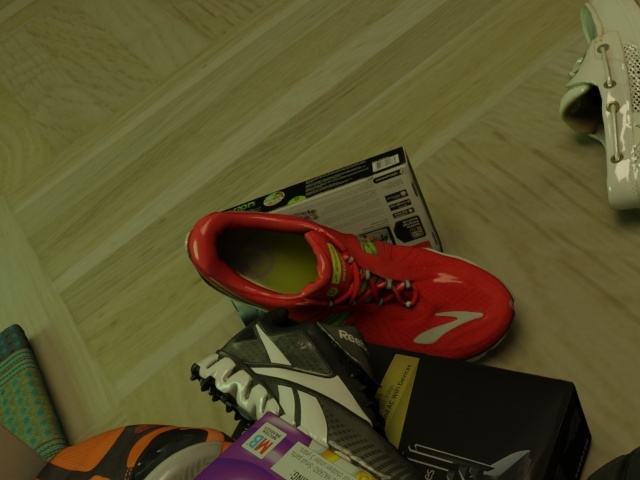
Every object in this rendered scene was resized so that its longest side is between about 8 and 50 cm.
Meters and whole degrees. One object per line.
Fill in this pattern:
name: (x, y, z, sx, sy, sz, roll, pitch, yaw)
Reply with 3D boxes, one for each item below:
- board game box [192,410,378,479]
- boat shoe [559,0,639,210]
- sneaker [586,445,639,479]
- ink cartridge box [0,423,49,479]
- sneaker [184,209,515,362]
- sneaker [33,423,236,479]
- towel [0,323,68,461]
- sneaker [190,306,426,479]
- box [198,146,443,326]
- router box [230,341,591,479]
board game box: (-0.059, 0.242, 0.399, 0.144, 0.142, 0.275, 22, 50, 41)
boat shoe: (0.271, -0.140, 0.790, 0.096, 0.098, 0.277, -15, 45, 15)
sneaker: (0.273, 0.160, 0.444, 0.340, 0.140, 0.125, -21, 42, 0)
ink cartridge box: (-0.328, 0.266, 0.588, 0.198, 0.197, 0.270, -9, 44, 23)
sneaker: (0.021, 0.039, 0.683, 0.279, 0.118, 0.107, 12, 83, 6)
sneaker: (-0.178, 0.246, 0.540, 0.321, 0.125, 0.180, -40, 18, -25)
towel: (-0.352, 0.263, 0.791, 0.271, 0.040, 0.370, -36, 41, -7)
sneaker: (0.007, 0.108, 0.584, 0.106, 0.078, 0.234, -47, 41, -15)
box: (0.000, 0.000, 0.790, 0.207, 0.114, 0.036, -19, 31, 11)
router box: (0.023, 0.222, 0.585, 0.242, 0.081, 0.309, 7, 53, 35)
